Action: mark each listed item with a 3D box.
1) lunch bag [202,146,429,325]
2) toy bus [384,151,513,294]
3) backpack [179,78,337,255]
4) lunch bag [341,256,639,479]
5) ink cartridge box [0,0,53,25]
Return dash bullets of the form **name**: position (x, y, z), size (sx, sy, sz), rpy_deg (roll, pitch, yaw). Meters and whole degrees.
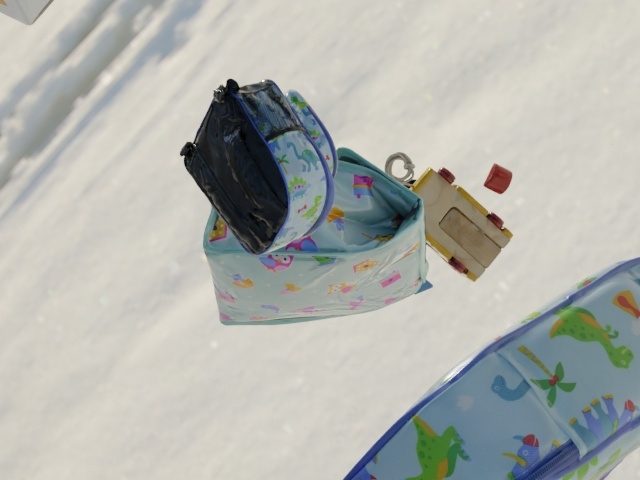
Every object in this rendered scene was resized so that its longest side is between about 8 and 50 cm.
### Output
- **lunch bag**: position (0.000, 0.000, 1.916), size (0.262, 0.223, 0.160), rpy_deg (-1, 64, 3)
- **toy bus**: position (0.172, -0.034, 2.279), size (0.191, 0.202, 0.104), rpy_deg (-5, 9, -14)
- **backpack**: position (-0.037, -0.055, 1.215), size (0.114, 0.084, 0.105), rpy_deg (59, 142, 20)
- **lunch bag**: position (0.114, 0.105, 0.875), size (0.219, 0.090, 0.176), rpy_deg (-26, -18, -43)
- **ink cartridge box**: position (-0.321, -0.313, 1.151), size (0.176, 0.371, 0.069), rpy_deg (27, 72, 27)
